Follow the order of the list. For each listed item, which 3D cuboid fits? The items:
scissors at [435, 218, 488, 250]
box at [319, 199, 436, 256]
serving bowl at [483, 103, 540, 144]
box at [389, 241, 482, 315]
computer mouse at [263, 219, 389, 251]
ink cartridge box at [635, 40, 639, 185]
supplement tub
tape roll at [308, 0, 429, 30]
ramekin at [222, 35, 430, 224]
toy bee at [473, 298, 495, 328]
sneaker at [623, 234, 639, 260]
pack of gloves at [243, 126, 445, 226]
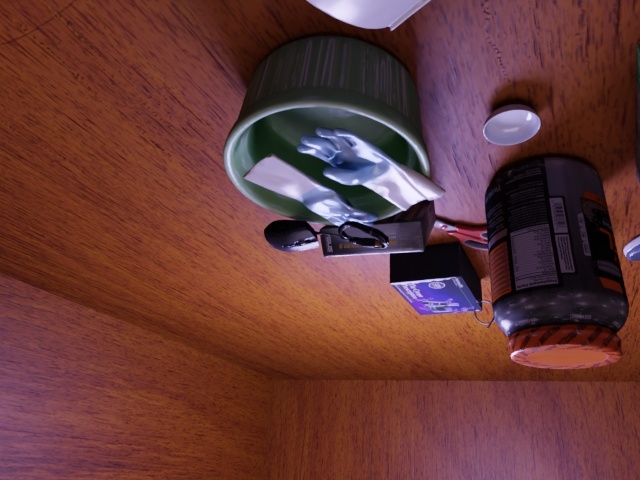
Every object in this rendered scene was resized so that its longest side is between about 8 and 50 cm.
[{"bbox_3d":[0.294,-0.024,1.067,0.298,0.021,0.109,9,155,-10],"label":"scissors"},{"bbox_3d":[0.121,-0.030,0.901,0.183,0.056,0.231,-4,-166,20],"label":"box"},{"bbox_3d":[0.301,-0.188,0.731,0.084,0.027,0.083,4,153,2],"label":"serving bowl"},{"bbox_3d":[0.317,0.112,1.248,0.185,0.103,0.261,-12,148,26],"label":"box"},{"bbox_3d":[0.000,0.000,0.783,0.242,0.041,0.071,2,138,34],"label":"computer mouse"},{"bbox_3d":[0.520,-0.115,0.629,0.122,0.211,0.289,-12,149,29],"label":"ink cartridge box"},{"bbox_3d":[0.408,0.041,0.819,0.207,0.337,0.207,5,154,2],"label":"supplement tub"},{"bbox_3d":[0.045,-0.304,0.315,0.246,0.246,0.169,25,147,-33],"label":"tape roll"},{"bbox_3d":[0.014,-0.159,0.715,0.304,0.148,0.303,5,153,3],"label":"ramekin"},{"bbox_3d":[0.477,0.119,1.078,0.195,0.298,0.162,37,-159,31],"label":"toy bee"},{"bbox_3d":[0.765,0.050,0.961,0.086,0.163,0.226,21,151,-31],"label":"sneaker"},{"bbox_3d":[0.031,-0.068,0.674,0.232,0.046,0.195,24,148,-32],"label":"pack of gloves"}]
